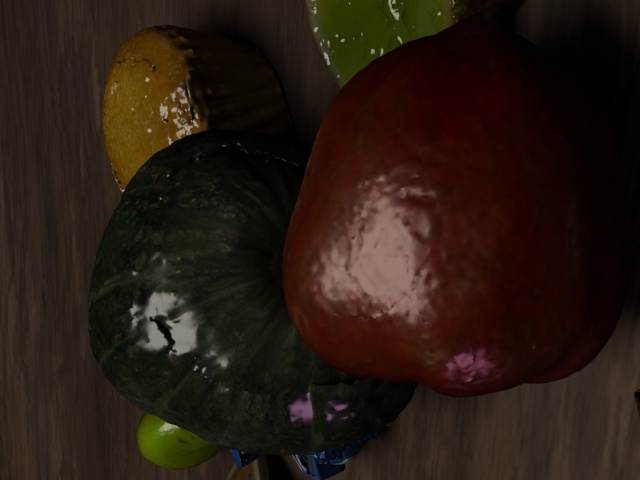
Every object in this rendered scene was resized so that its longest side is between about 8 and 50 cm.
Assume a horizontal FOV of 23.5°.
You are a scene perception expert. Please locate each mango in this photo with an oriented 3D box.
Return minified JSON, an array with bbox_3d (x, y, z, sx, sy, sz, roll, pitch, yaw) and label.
[{"bbox_3d":[-0.159,0.217,1.851,0.163,0.117,0.089,-58,46,47],"label":"mango"}]

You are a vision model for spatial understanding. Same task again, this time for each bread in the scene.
[{"bbox_3d":[0.071,-0.216,1.361,0.236,0.070,0.236,31,130,45],"label":"bread"},{"bbox_3d":[-0.143,-0.119,1.645,0.240,0.139,0.240,29,128,45],"label":"bread"}]

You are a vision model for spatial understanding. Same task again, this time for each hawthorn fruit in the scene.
[{"bbox_3d":[0.111,-0.014,1.212,0.295,0.295,0.311,44,148,34],"label":"hawthorn fruit"}]

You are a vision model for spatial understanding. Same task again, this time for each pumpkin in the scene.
[{"bbox_3d":[-0.048,0.051,1.448,0.257,0.327,0.291,134,149,-67],"label":"pumpkin"}]

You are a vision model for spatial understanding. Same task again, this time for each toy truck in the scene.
[{"bbox_3d":[-0.029,0.186,1.661,0.208,0.113,0.126,13,118,53],"label":"toy truck"}]

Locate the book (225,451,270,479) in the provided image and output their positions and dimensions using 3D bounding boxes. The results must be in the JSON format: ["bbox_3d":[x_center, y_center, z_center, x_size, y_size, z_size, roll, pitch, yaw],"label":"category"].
[{"bbox_3d":[-0.103,0.364,1.858,0.242,0.018,0.170,117,151,-42],"label":"book"}]

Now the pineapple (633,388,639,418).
[{"bbox_3d":[0.306,0.134,1.096,0.236,0.186,0.114,-24,87,50],"label":"pineapple"}]
